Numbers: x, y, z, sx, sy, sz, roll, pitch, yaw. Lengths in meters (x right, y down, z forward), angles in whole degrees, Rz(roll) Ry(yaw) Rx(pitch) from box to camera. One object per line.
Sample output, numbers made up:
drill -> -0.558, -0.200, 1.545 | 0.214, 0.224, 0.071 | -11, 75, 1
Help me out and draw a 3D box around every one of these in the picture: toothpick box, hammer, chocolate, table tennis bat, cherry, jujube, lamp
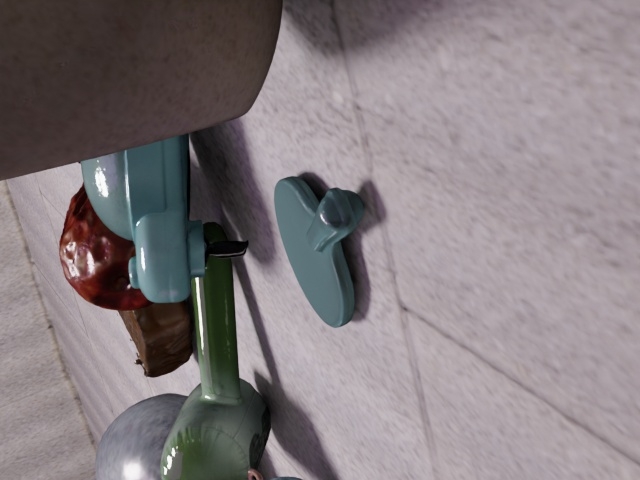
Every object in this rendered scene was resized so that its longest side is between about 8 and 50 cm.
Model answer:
toothpick box -> -0.241, -0.264, 0.899 | 0.409, 0.409, 0.425 | -173, 68, -70
hammer -> -0.132, 0.141, 1.494 | 0.206, 0.119, 0.335 | -73, -20, -75
chocolate -> -0.248, 0.106, 1.839 | 0.148, 0.093, 0.214 | 61, 161, 18
table tennis bat -> 0.000, 0.000, 1.112 | 0.237, 0.038, 0.149 | 121, 127, -73
cherry -> -0.208, 0.345, 1.801 | 0.255, 0.218, 0.296 | 63, 150, 16
jujube -> -0.244, -0.015, 1.550 | 0.230, 0.155, 0.155 | -95, -3, -57
lamp -> -0.188, -0.072, 1.373 | 0.209, 0.147, 0.284 | 120, 127, -85

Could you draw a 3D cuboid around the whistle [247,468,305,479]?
whistle -> 0.004, 0.413, 1.421 | 0.142, 0.134, 0.346 | -26, 93, 36
